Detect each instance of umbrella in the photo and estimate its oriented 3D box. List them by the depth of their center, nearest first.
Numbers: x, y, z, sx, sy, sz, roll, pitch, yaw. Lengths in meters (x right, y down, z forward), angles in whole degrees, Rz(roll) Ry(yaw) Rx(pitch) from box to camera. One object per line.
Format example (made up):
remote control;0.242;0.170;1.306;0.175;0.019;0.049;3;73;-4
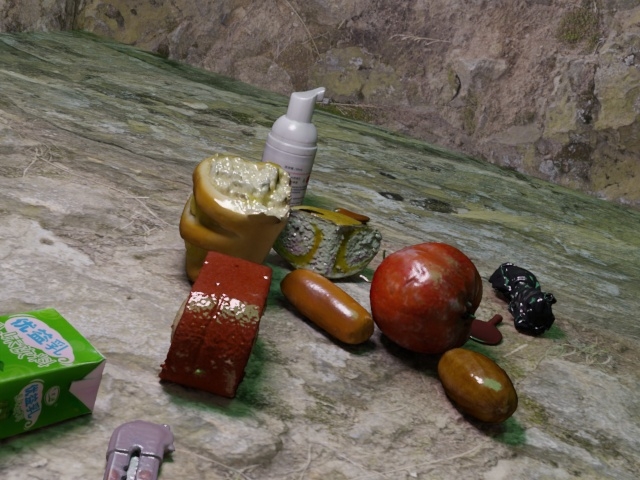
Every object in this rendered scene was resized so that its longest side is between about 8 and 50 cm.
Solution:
umbrella;0.508;0.133;1.797;0.122;0.110;0.272;-21;22;4

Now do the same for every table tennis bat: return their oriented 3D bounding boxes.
table tennis bat;0.383;0.202;1.660;0.098;0.019;0.155;27;27;29

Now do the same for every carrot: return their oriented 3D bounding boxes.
carrot;0.089;-0.072;2.109;0.142;0.035;0.035;12;21;-28

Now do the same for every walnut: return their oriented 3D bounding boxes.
walnut;0.287;0.265;1.337;0.116;0.116;0.207;3;18;-28

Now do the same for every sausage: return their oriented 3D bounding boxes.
sausage;0.012;0.132;1.487;0.238;0.098;0.098;33;28;34

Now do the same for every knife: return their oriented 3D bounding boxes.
knife;-0.245;0.344;0.876;0.132;0.038;0.398;14;21;-11

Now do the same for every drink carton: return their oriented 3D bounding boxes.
drink carton;-0.462;0.189;0.995;0.161;0.108;0.271;33;23;32

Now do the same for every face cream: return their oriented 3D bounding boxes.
face cream;-0.083;-0.249;1.965;0.145;0.369;0.145;13;21;-5

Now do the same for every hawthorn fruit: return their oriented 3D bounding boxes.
hawthorn fruit;0.191;0.114;1.486;0.272;0.242;0.242;14;19;30

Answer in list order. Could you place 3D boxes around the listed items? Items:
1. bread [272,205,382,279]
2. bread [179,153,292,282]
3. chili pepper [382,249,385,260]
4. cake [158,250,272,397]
bread;0.012;0.002;1.739;0.261;0.158;0.156;18;12;8
bread;-0.203;-0.050;1.550;0.211;0.270;0.315;26;27;-13
chili pepper;0.226;0.103;1.725;0.204;0.073;0.072;31;6;8
cake;-0.175;0.134;1.242;0.151;0.177;0.283;15;23;-1
